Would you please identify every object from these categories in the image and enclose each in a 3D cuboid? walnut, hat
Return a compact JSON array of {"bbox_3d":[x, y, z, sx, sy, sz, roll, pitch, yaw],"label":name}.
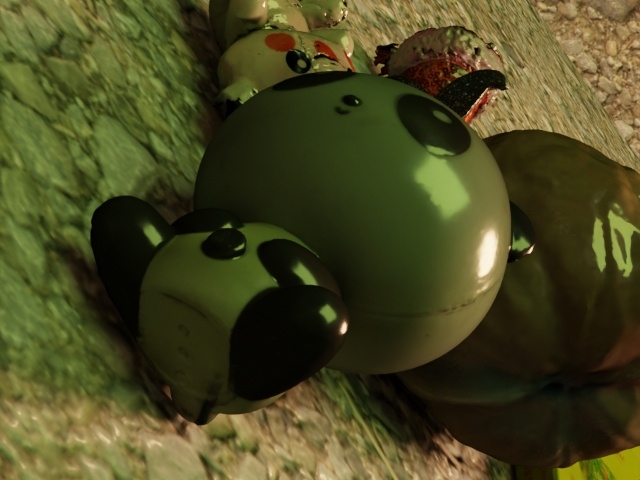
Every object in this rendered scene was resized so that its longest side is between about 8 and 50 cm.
[{"bbox_3d":[0.162,0.042,0.786,0.248,0.248,0.248,43,27,-28],"label":"walnut"},{"bbox_3d":[0.113,-0.123,1.091,0.140,0.129,0.227,12,52,1],"label":"hat"}]

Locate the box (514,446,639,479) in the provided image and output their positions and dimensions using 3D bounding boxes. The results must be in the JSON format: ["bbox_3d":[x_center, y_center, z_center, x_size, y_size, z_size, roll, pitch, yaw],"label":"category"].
[{"bbox_3d":[0.232,0.239,0.890,0.187,0.047,0.335,47,26,-19],"label":"box"}]

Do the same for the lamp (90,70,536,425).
[{"bbox_3d":[0.000,0.000,0.606,0.197,0.198,0.244,56,40,1],"label":"lamp"}]

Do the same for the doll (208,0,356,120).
[{"bbox_3d":[-0.033,-0.140,0.818,0.149,0.095,0.192,21,43,-44],"label":"doll"}]
